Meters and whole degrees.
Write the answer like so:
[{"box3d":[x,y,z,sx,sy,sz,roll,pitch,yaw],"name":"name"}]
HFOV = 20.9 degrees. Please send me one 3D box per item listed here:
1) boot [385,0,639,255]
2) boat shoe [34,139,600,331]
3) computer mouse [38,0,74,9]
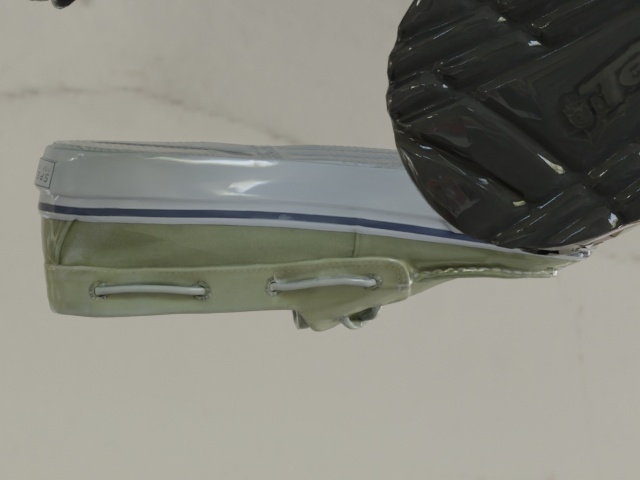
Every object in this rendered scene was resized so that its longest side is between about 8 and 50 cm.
[{"box3d":[0.190,-0.085,0.532,0.338,0.118,0.222,-16,-5,15],"name":"boot"},{"box3d":[0.000,0.000,0.922,0.302,0.094,0.109,3,9,-5],"name":"boat shoe"},{"box3d":[-0.057,-0.161,0.509,0.106,0.193,0.042,-28,-31,34],"name":"computer mouse"}]
